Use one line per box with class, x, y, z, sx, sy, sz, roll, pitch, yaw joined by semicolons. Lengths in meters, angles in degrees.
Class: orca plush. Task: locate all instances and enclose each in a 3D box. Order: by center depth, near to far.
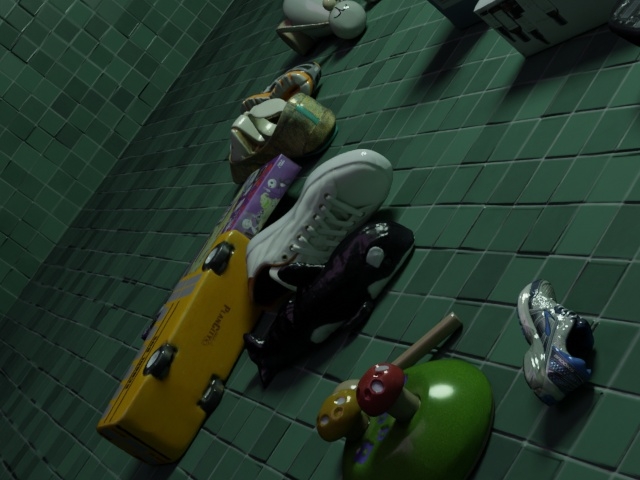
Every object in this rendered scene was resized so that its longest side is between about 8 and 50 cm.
orca plush;-0.016;0.057;1.462;0.287;0.102;0.151;-36;24;38

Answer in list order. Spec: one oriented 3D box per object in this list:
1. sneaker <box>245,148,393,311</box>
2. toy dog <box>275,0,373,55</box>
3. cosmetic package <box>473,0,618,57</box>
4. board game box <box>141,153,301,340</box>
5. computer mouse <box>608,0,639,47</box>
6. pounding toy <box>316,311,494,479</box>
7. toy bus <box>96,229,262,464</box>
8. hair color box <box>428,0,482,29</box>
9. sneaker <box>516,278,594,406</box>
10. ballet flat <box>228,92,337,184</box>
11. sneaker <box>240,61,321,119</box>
sneaker;0.000;0.000;1.562;0.290;0.106;0.123;-45;30;38
toy dog;-0.013;-0.475;2.318;0.220;0.161;0.333;-59;20;-20
cosmetic package;0.296;-0.297;1.394;0.239;0.099;0.060;-17;42;60
board game box;-0.165;0.024;1.910;0.347;0.056;0.208;-57;15;-15
computer mouse;0.363;-0.180;1.098;0.184;0.060;0.262;-53;30;-16
pounding toy;0.058;0.155;1.109;0.183;0.110;0.237;-46;20;17
toy bus;-0.181;0.149;1.672;0.130;0.108;0.333;-24;34;57
hair color box;0.257;-0.524;1.750;0.374;0.185;0.113;-58;18;-17
sneaker;0.208;0.081;1.008;0.058;0.052;0.135;-30;34;26
ballet flat;-0.094;-0.185;2.057;0.348;0.123;0.123;-15;41;60
sneaker;-0.071;-0.270;2.231;0.215;0.084;0.083;-25;19;46
